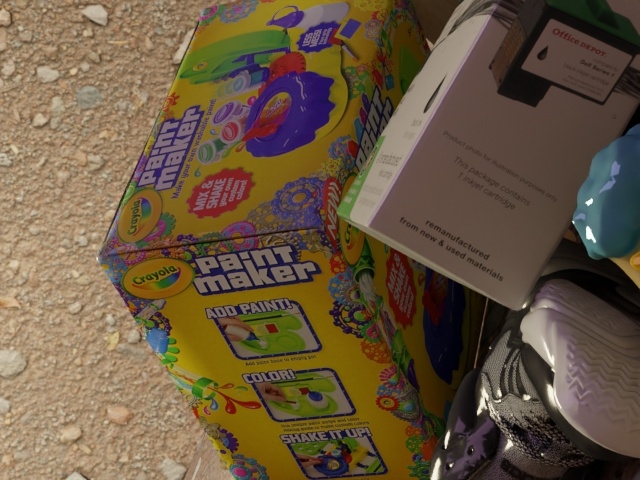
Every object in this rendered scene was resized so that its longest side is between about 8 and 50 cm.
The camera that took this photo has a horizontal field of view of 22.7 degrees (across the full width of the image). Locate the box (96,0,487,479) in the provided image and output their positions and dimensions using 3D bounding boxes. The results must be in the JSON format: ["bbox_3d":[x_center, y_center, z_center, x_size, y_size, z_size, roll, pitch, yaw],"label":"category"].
[{"bbox_3d":[0.000,0.000,1.225,0.290,0.177,0.279,-74,-33,-43],"label":"box"}]

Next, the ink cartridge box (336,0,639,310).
[{"bbox_3d":[0.107,-0.084,0.839,0.219,0.092,0.160,-60,6,0],"label":"ink cartridge box"}]

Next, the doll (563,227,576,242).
[{"bbox_3d":[0.189,-0.080,1.134,0.189,0.046,0.129,-65,-6,-46],"label":"doll"}]

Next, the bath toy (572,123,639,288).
[{"bbox_3d":[0.189,-0.003,0.525,0.348,0.129,0.151,-159,93,-83],"label":"bath toy"}]

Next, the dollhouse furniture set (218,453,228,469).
[{"bbox_3d":[-0.031,0.096,1.582,0.262,0.135,0.259,91,179,-53],"label":"dollhouse furniture set"}]

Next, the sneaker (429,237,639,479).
[{"bbox_3d":[0.127,0.096,0.829,0.268,0.101,0.153,-70,3,-77],"label":"sneaker"}]

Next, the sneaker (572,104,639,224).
[{"bbox_3d":[0.190,-0.055,0.890,0.130,0.087,0.227,-66,10,-3],"label":"sneaker"}]

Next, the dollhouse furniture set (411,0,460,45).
[{"bbox_3d":[0.230,-0.282,1.300,0.355,0.174,0.303,-44,25,13],"label":"dollhouse furniture set"}]
